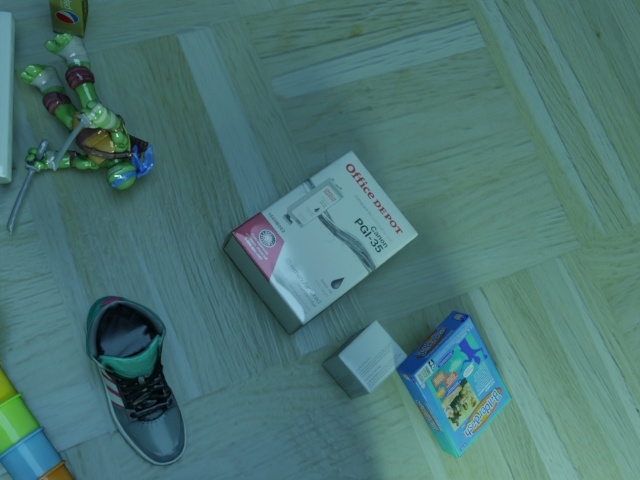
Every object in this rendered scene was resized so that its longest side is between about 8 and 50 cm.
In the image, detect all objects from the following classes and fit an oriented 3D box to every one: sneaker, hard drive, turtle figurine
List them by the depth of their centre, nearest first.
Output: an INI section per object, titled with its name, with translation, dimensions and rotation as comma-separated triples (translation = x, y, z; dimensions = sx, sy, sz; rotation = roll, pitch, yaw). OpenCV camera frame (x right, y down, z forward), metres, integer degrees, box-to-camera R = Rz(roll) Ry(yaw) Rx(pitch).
[sneaker]
translation = -0.285, 0.212, 1.238
dimensions = 0.124, 0.178, 0.295
rotation = -25, 82, -21
[turtle figurine]
translation = -0.433, -0.198, 1.312
dimensions = 0.274, 0.198, 0.266
rotation = -22, 77, -24
[hard drive]
translation = -0.629, -0.242, 1.334
dimensions = 0.203, 0.040, 0.308
rotation = -3, 75, -5

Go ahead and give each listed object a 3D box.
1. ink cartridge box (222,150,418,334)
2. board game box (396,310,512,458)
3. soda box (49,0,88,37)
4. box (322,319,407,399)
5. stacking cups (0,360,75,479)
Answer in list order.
[ink cartridge box]
translation = 0.000, 0.000, 1.416
dimensions = 0.283, 0.117, 0.207
rotation = -37, 86, -22
[board game box]
translation = 0.241, 0.256, 1.396
dimensions = 0.160, 0.047, 0.210
rotation = -41, 116, -23
[soda box]
translation = -0.445, -0.435, 1.385
dimensions = 0.058, 0.181, 0.061
rotation = 8, 72, -13
[box]
translation = 0.077, 0.212, 1.383
dimensions = 0.102, 0.101, 0.087
rotation = -41, 88, -24
[stacking cups]
translation = -0.449, 0.340, 1.201
dimensions = 0.096, 0.096, 0.316
rotation = -33, 86, -22
